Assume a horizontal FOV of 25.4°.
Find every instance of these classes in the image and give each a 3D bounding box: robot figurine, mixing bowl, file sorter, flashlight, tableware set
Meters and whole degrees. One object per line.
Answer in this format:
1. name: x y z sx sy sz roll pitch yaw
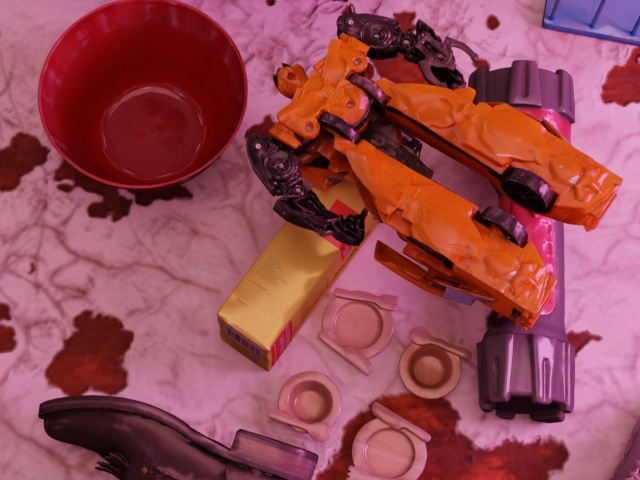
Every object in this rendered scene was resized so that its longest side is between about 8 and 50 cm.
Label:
1. robot figurine: 0.084 -0.060 1.170 0.291 0.085 0.211 32 74 13
2. mixing bowl: -0.153 -0.114 1.270 0.181 0.098 0.181 0 71 -1
3. file sorter: 0.308 -0.257 1.328 0.170 0.104 0.118 11 72 2
4. flashlight: 0.173 -0.002 1.239 0.103 0.103 0.304 4 71 -1
5. tableware set: 0.045 0.127 1.236 0.141 0.020 0.168 26 73 7

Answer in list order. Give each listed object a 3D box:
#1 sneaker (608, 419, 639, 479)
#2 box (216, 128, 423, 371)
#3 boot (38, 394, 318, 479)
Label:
1. sneaker: 0.280 0.199 1.158 0.086 0.132 0.228 37 75 10
2. box: 0.000 0.000 1.243 0.058 0.087 0.232 35 73 9
3. boot: -0.134 0.255 1.157 0.263 0.091 0.229 13 80 10
